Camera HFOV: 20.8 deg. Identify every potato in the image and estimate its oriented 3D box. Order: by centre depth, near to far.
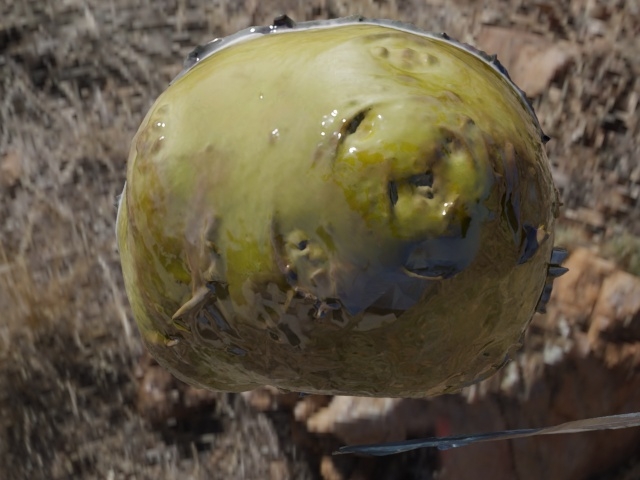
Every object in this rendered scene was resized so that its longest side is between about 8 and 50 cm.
[{"bbox_3d":[0.000,0.000,1.082,0.300,0.246,0.196,-21,23,12],"label":"potato"}]

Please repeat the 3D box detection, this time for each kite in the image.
[{"bbox_3d":[0.157,0.063,0.641,0.310,0.169,0.015,-6,83,-6],"label":"kite"}]
